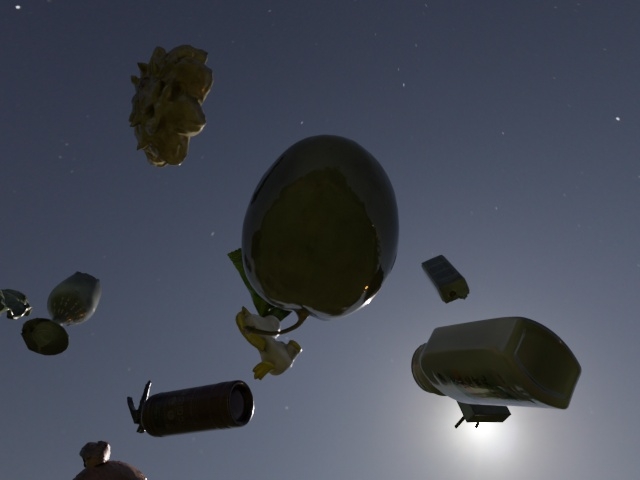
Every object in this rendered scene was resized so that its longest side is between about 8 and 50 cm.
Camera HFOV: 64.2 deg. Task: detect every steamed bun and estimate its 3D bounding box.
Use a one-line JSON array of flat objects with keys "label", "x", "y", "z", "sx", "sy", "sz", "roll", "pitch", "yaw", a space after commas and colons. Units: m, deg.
[{"label": "steamed bun", "x": -0.364, "y": -0.312, "z": 1.172, "sx": 0.137, "sy": 0.292, "sz": 0.295, "roll": 15, "pitch": -66, "yaw": -42}]

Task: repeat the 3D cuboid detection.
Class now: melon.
[{"label": "melon", "x": 0.002, "y": -0.016, "z": 0.822, "sx": 0.271, "sy": 0.272, "sz": 0.308, "roll": 2, "pitch": -83, "yaw": 7}]

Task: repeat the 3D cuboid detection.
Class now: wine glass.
[{"label": "wine glass", "x": -0.676, "y": 0.187, "z": 1.358, "sx": 0.126, "sy": 0.241, "sz": 0.126, "roll": 0, "pitch": -62, "yaw": 0}]

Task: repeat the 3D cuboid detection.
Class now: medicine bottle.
[{"label": "medicine bottle", "x": 0.301, "y": 0.235, "z": 0.961, "sx": 0.179, "sy": 0.124, "sz": 0.324, "roll": 38, "pitch": -24, "yaw": -10}]

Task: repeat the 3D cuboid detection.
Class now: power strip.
[{"label": "power strip", "x": 0.343, "y": 0.101, "z": 1.426, "sx": 0.078, "sy": 0.272, "sz": 0.052, "roll": -24, "pitch": -77, "yaw": 6}]

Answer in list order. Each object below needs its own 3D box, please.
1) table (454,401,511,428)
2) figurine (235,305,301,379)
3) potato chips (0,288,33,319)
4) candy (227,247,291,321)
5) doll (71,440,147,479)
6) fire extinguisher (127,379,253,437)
[{"label": "table", "x": 0.383, "y": 0.392, "z": 1.379, "sx": 0.121, "sy": 0.240, "sz": 0.111, "roll": 10, "pitch": -52, "yaw": -24}, {"label": "figurine", "x": -0.129, "y": 0.225, "z": 1.171, "sx": 0.109, "sy": 0.129, "sz": 0.178, "roll": -34, "pitch": -105, "yaw": 28}, {"label": "potato chips", "x": -0.679, "y": 0.020, "z": 0.899, "sx": 0.373, "sy": 0.097, "sz": 0.389, "roll": 51, "pitch": -23, "yaw": -13}, {"label": "candy", "x": -0.166, "y": 0.120, "z": 1.500, "sx": 0.069, "sy": 0.149, "sz": 0.246, "roll": -12, "pitch": -75, "yaw": 44}, {"label": "doll", "x": -0.235, "y": 0.390, "z": 0.628, "sx": 0.156, "sy": 0.201, "sz": 0.303, "roll": -6, "pitch": -45, "yaw": -16}, {"label": "fire extinguisher", "x": -0.323, "y": 0.380, "z": 1.185, "sx": 0.344, "sy": 0.138, "sz": 0.102, "roll": -14, "pitch": -34, "yaw": 23}]
